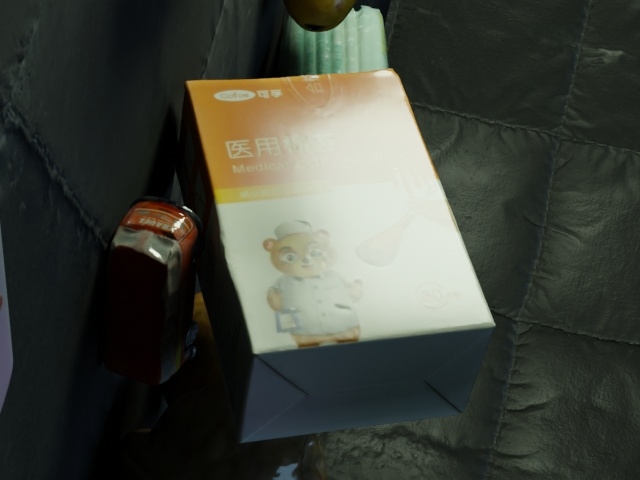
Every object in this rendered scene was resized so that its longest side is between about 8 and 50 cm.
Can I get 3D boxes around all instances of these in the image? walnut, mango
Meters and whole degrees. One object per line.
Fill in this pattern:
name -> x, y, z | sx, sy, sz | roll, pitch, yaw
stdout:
walnut -> -0.130, 0.148, 1.517 | 0.116, 0.115, 0.207 | -69, 170, -57
mango -> 0.004, -0.384, 1.618 | 0.138, 0.113, 0.253 | -51, 147, -70
walnut -> -0.109, 0.274, 1.377 | 0.227, 0.273, 0.273 | 61, -6, 14

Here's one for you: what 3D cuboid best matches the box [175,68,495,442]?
box -> 0.000, 0.000, 1.237 | 0.143, 0.224, 0.341 | 101, -22, -48

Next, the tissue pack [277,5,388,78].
tissue pack -> 0.012, -0.091, 1.778 | 0.287, 0.162, 0.388 | 95, -3, -46

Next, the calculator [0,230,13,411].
calculator -> -0.214, 0.047, 0.717 | 0.141, 0.045, 0.246 | -72, 172, -48

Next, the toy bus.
toy bus -> -0.155, 0.049, 1.197 | 0.077, 0.079, 0.174 | -57, 160, -52
